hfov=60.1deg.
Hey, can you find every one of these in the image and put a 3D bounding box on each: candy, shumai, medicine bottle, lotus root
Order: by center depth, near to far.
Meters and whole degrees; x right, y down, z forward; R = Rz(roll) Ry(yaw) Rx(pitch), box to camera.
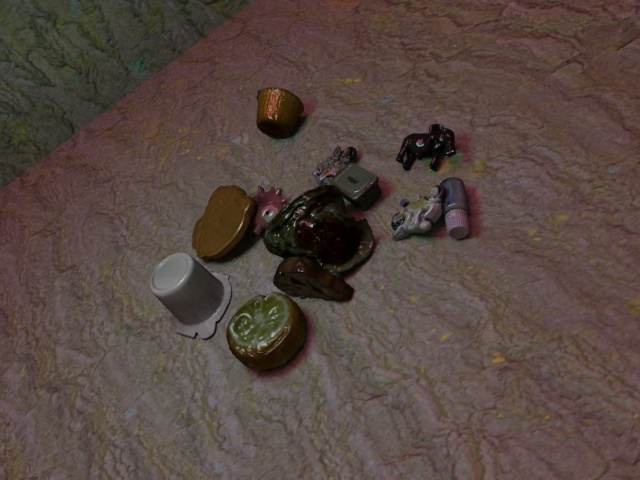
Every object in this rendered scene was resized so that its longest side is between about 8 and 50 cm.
[{"bbox_3d":[0.422,-0.103,1.737,0.083,0.083,0.203,-14,47,20],"label":"medicine bottle"},{"bbox_3d":[-0.170,0.282,1.748,0.260,0.118,0.260,-15,47,16],"label":"candy"},{"bbox_3d":[-0.042,0.122,1.778,0.260,0.170,0.074,1,52,37],"label":"lotus root"},{"bbox_3d":[0.000,0.000,1.846,0.330,0.292,0.288,-39,81,6],"label":"shumai"}]

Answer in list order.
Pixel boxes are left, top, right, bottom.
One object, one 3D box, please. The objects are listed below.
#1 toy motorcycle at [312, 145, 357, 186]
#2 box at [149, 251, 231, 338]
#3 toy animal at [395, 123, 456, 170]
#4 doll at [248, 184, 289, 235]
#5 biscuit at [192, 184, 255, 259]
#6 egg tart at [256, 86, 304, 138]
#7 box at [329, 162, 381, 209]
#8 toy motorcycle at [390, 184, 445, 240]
[{"bbox_3d":[0.042,-0.270,2.104,0.152,0.073,0.225,7,59,37],"label":"toy motorcycle"},{"bbox_3d":[-0.473,0.186,1.938,0.262,0.206,0.291,-28,43,8],"label":"box"},{"bbox_3d":[0.371,-0.326,1.927,0.245,0.114,0.146,12,62,36],"label":"toy animal"},{"bbox_3d":[-0.229,-0.114,2.117,0.262,0.093,0.211,4,66,31],"label":"doll"},{"bbox_3d":[-0.390,-0.075,2.145,0.312,0.057,0.351,-51,38,7],"label":"biscuit"},{"bbox_3d":[-0.185,-0.549,2.378,0.215,0.215,0.171,1,66,31],"label":"egg tart"},{"bbox_3d":[0.132,-0.187,1.969,0.124,0.093,0.172,-44,45,-7],"label":"box"},{"bbox_3d":[0.312,-0.077,1.762,0.228,0.074,0.151,-37,38,31],"label":"toy motorcycle"}]
